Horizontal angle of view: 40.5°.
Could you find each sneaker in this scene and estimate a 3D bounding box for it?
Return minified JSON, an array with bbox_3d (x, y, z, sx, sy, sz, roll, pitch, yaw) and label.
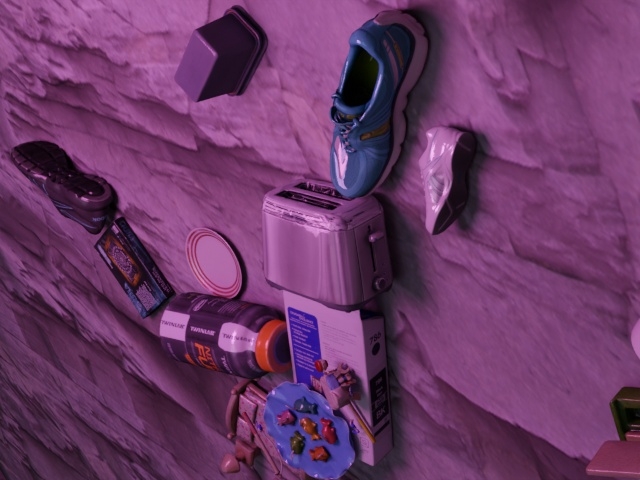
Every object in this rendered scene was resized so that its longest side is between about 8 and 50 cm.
[{"bbox_3d":[0.157,-0.080,1.129,0.061,0.054,0.152,33,128,38],"label":"sneaker"},{"bbox_3d":[-0.523,-0.106,1.730,0.267,0.101,0.106,35,136,25],"label":"sneaker"},{"bbox_3d":[0.049,-0.169,1.130,0.107,0.110,0.275,34,134,25],"label":"sneaker"}]

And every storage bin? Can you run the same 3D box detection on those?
[{"bbox_3d":[-0.158,-0.272,1.282,0.098,0.091,0.135,49,137,11],"label":"storage bin"}]

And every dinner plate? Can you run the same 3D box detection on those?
[{"bbox_3d":[-0.188,0.039,1.556,0.141,0.017,0.141,24,130,33],"label":"dinner plate"}]

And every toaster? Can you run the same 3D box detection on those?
[{"bbox_3d":[0.000,0.000,1.269,0.227,0.129,0.146,17,121,39],"label":"toaster"}]

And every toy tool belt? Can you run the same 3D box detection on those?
[{"bbox_3d":[0.028,0.217,1.346,0.083,0.051,0.052,68,155,6],"label":"toy tool belt"}]

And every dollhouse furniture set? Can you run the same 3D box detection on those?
[{"bbox_3d":[-0.080,0.430,1.570,0.303,0.174,0.355,29,132,28],"label":"dollhouse furniture set"},{"bbox_3d":[0.424,0.352,1.014,0.151,0.198,0.301,-7,108,43],"label":"dollhouse furniture set"}]

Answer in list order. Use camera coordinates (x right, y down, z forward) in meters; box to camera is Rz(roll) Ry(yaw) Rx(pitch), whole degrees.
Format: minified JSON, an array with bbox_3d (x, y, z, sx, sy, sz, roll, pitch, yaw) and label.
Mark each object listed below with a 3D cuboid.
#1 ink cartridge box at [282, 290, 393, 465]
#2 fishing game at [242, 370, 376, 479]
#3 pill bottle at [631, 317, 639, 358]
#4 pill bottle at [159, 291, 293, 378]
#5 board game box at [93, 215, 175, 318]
[{"bbox_3d":[0.028,0.196,1.407,0.165,0.065,0.332,17,126,36],"label":"ink cartridge box"},{"bbox_3d":[-0.027,0.326,1.452,0.264,0.041,0.189,-28,92,42],"label":"fishing game"},{"bbox_3d":[0.418,0.046,0.894,0.121,0.121,0.221,37,135,22],"label":"pill bottle"},{"bbox_3d":[-0.153,0.167,1.509,0.246,0.130,0.130,6,118,38],"label":"pill bottle"},{"bbox_3d":[-0.376,0.057,1.740,0.186,0.026,0.126,55,139,2],"label":"board game box"}]
